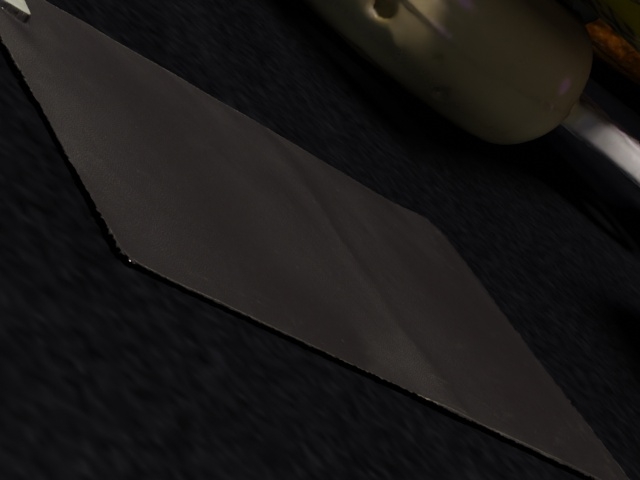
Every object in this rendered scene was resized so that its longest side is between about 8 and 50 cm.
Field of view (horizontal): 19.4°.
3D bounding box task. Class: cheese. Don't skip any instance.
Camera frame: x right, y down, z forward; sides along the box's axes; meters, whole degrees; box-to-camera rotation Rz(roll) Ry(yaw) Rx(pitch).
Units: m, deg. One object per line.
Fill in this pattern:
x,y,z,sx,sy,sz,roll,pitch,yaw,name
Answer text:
0.070,-0.078,0.742,0.227,0.064,0.137,37,17,-25,cheese

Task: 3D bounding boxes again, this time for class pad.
0.000,0.000,0.449,0.193,0.004,0.116,29,20,-44,pad

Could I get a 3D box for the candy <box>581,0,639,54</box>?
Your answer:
0.113,-0.131,0.731,0.187,0.081,0.297,48,25,26,candy

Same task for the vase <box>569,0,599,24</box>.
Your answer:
0.041,-0.246,0.968,0.321,0.173,0.173,26,22,-37,vase

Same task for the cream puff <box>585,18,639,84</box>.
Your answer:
0.210,-0.244,1.298,0.303,0.212,0.303,35,19,-13,cream puff
